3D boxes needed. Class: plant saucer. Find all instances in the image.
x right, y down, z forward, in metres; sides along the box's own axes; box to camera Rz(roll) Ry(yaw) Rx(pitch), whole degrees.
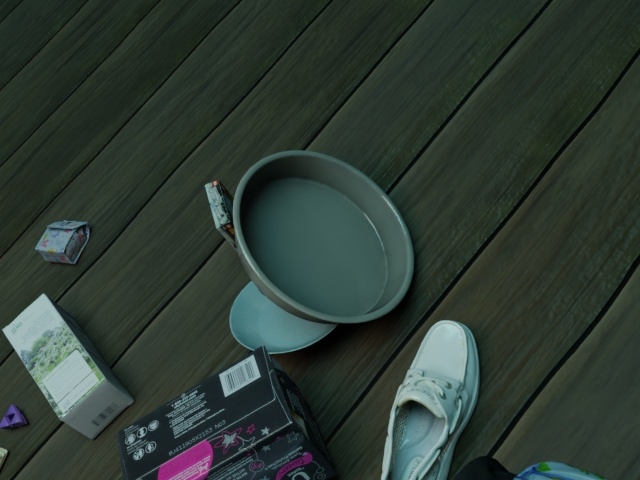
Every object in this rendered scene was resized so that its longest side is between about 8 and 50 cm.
[{"bbox_3d":[-0.042,0.109,1.316,0.195,0.037,0.195,-12,40,11],"label":"plant saucer"}]

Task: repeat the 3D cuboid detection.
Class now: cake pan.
[{"bbox_3d":[0.000,0.000,1.270,0.054,0.293,0.293,130,145,-48],"label":"cake pan"}]

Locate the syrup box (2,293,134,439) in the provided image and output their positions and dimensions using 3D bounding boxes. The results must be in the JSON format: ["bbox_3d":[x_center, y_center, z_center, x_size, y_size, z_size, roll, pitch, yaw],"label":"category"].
[{"bbox_3d":[-0.415,0.202,1.407,0.093,0.096,0.237,-43,52,-8],"label":"syrup box"}]

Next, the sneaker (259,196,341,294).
[{"bbox_3d":[-0.046,0.007,1.351,0.090,0.081,0.232,6,38,33],"label":"sneaker"}]

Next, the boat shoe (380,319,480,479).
[{"bbox_3d":[0.145,0.221,1.143,0.098,0.096,0.277,4,62,27],"label":"boat shoe"}]

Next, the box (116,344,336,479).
[{"bbox_3d":[-0.132,0.292,1.182,0.247,0.142,0.163,-31,38,2],"label":"box"}]

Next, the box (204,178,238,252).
[{"bbox_3d":[-0.138,-0.026,1.399,0.027,0.137,0.094,-26,54,7],"label":"box"}]

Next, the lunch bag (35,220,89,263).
[{"bbox_3d":[-0.474,-0.003,1.591,0.071,0.053,0.083,5,54,25],"label":"lunch bag"}]

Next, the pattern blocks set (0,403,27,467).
[{"bbox_3d":[-0.605,0.405,1.409,0.285,0.026,0.325,24,72,34],"label":"pattern blocks set"}]

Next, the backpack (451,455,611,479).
[{"bbox_3d":[0.294,0.376,0.876,0.355,0.290,0.273,33,61,28],"label":"backpack"}]
